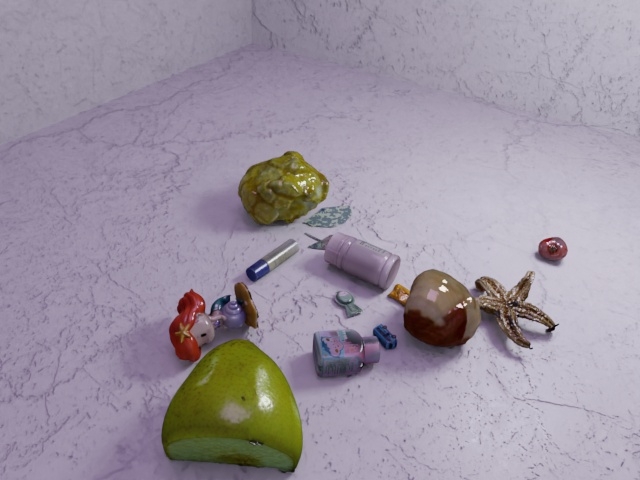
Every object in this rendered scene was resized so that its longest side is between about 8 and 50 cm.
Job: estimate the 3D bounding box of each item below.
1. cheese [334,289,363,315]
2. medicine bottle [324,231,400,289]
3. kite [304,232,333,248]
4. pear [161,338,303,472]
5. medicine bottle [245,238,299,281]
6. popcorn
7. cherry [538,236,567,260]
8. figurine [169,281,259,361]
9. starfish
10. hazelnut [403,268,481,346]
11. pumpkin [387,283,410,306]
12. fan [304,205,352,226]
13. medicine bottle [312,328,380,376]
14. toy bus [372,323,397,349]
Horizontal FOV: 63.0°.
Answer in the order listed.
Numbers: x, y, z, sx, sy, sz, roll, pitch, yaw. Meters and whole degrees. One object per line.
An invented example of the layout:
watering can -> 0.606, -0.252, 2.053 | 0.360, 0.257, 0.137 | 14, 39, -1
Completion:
cheese -> 0.090, 0.207, 1.766 | 0.067, 0.026, 0.120 | -15, 42, -23
medicine bottle -> 0.149, 0.070, 1.868 | 0.250, 0.133, 0.133 | 22, 41, 22
kite -> 0.000, -0.001, 2.047 | 0.137, 0.005, 0.152 | -25, 46, -36
pear -> -0.207, 0.394, 1.322 | 0.343, 0.238, 0.318 | 5, 46, 0
medicine bottle -> -0.171, 0.069, 1.892 | 0.059, 0.059, 0.231 | 28, 43, 27
popcorn -> -0.163, -0.221, 2.092 | 0.334, 0.293, 0.292 | -19, 73, -26
cherry -> 0.912, 0.033, 2.038 | 0.126, 0.087, 0.106 | -3, 27, -41
figurine -> -0.340, 0.236, 1.580 | 0.257, 0.181, 0.208 | -20, 83, -26
starfish -> 0.643, 0.220, 1.749 | 0.303, 0.113, 0.312 | 22, 49, 25
hazelnut -> 0.361, 0.217, 1.648 | 0.261, 0.241, 0.261 | 23, 42, -22
pumpkin -> 0.285, 0.185, 1.812 | 0.101, 0.035, 0.073 | 27, 40, 29
fan -> 0.040, -0.099, 2.178 | 0.240, 0.009, 0.131 | -21, 44, -30
medicine bottle -> 0.076, 0.330, 1.547 | 0.188, 0.094, 0.119 | -3, 36, -9
toy bus -> 0.203, 0.304, 1.641 | 0.046, 0.038, 0.083 | -22, 43, -24
